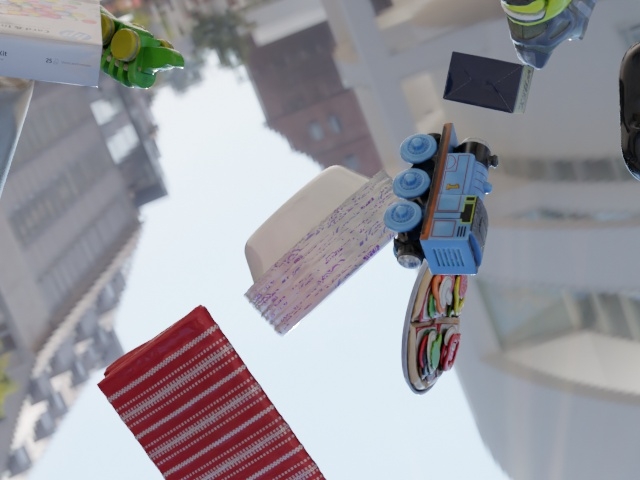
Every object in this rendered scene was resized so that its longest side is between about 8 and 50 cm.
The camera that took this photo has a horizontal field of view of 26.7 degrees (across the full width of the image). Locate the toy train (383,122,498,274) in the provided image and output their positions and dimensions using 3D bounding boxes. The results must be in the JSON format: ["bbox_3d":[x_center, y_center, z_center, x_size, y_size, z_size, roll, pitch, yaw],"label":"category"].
[{"bbox_3d":[0.133,-0.045,1.460,0.105,0.080,0.184,2,-128,18],"label":"toy train"}]

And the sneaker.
[{"bbox_3d":[0.320,-0.330,1.749,0.111,0.121,0.300,22,-135,32],"label":"sneaker"}]

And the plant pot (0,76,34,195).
[{"bbox_3d":[-0.404,-0.081,1.190,0.280,0.323,0.323,-53,-177,17],"label":"plant pot"}]

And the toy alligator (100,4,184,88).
[{"bbox_3d":[-0.196,-0.182,1.238,0.189,0.051,0.056,33,-166,33],"label":"toy alligator"}]

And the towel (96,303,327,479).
[{"bbox_3d":[-0.138,0.233,1.684,0.199,0.275,0.031,-36,180,27],"label":"towel"}]

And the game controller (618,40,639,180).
[{"bbox_3d":[0.471,-0.136,1.397,0.319,0.166,0.067,1,158,2],"label":"game controller"}]

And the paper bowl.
[{"bbox_3d":[0.000,0.000,1.999,0.284,0.148,0.284,-41,179,-1],"label":"paper bowl"}]

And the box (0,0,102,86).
[{"bbox_3d":[-0.254,-0.177,1.101,0.145,0.038,0.186,6,-156,-12],"label":"box"}]

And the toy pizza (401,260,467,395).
[{"bbox_3d":[0.155,0.102,1.734,0.032,0.201,0.201,11,-154,23],"label":"toy pizza"}]

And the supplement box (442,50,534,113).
[{"bbox_3d":[0.192,-0.179,1.531,0.083,0.056,0.083,14,-171,16],"label":"supplement box"}]
